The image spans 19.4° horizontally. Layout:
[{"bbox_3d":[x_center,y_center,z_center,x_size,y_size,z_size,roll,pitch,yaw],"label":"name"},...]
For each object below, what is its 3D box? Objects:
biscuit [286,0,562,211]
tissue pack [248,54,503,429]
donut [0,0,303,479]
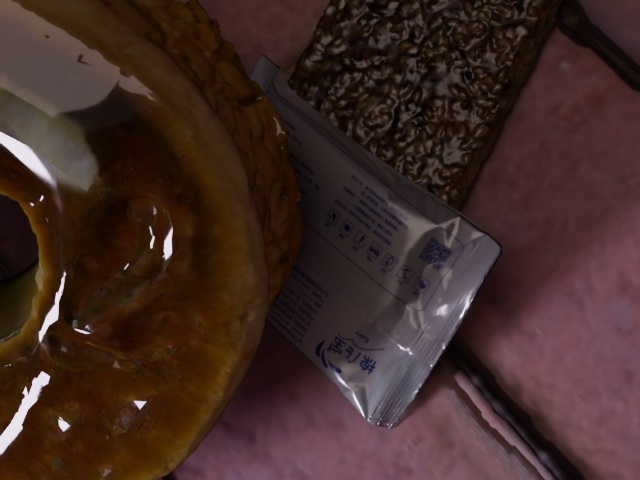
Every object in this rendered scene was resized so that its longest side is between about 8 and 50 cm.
[{"bbox_3d":[0.068,-0.131,1.047,0.131,0.025,0.231,22,82,26],"label":"biscuit"},{"bbox_3d":[0.000,0.000,1.016,0.193,0.026,0.122,40,106,27],"label":"tissue pack"},{"bbox_3d":[-0.173,-0.010,0.990,0.330,0.160,0.330,5,115,10],"label":"donut"}]
